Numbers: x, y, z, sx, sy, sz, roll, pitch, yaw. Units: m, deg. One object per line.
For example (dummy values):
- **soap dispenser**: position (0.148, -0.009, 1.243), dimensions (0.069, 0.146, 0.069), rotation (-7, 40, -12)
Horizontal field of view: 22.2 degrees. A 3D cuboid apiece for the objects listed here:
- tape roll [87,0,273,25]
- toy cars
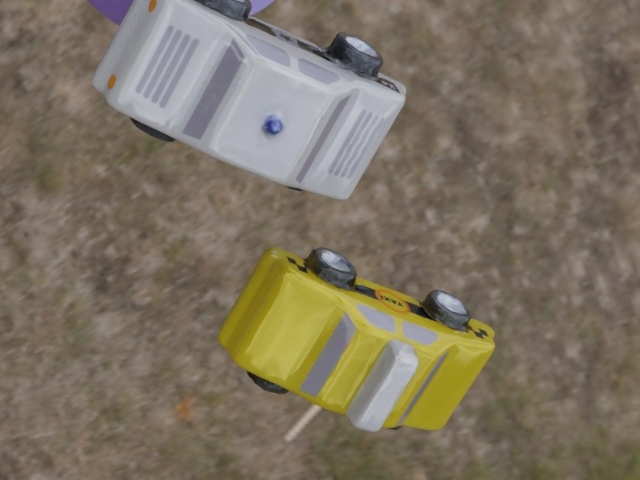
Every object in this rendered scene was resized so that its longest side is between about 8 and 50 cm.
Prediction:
- **tape roll**: position (-0.108, -0.253, 1.246), dimensions (0.189, 0.080, 0.189), rotation (5, 82, -38)
- **toy cars**: position (0.000, 0.000, 1.033), dimensions (0.176, 0.087, 0.393), rotation (-24, 123, -2)
